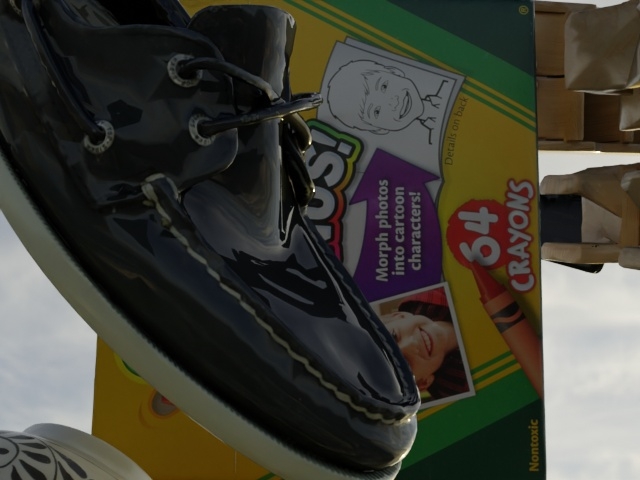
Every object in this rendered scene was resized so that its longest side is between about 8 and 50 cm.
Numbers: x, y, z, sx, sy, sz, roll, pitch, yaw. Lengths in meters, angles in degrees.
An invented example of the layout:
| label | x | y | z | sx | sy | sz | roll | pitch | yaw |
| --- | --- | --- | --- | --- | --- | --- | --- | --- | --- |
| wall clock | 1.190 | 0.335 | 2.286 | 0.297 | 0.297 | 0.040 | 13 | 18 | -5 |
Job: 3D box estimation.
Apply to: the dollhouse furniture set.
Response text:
| label | x | y | z | sx | sy | sz | roll | pitch | yaw |
| --- | --- | --- | --- | --- | --- | --- | --- | --- | --- |
| dollhouse furniture set | 0.323 | -0.162 | 0.983 | 0.257 | 0.362 | 0.394 | -1 | 2 | -17 |

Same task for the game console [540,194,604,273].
| label | x | y | z | sx | sy | sz | roll | pitch | yaw |
| --- | --- | --- | --- | --- | --- | --- | --- | --- | --- |
| game console | 0.270 | -0.022 | 1.060 | 0.071 | 0.107 | 0.122 | 14 | 2 | -28 |

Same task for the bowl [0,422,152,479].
| label | x | y | z | sx | sy | sz | roll | pitch | yaw |
| --- | --- | --- | --- | --- | --- | --- | --- | --- | --- |
| bowl | -0.114 | 0.130 | 0.441 | 0.170 | 0.080 | 0.170 | 17 | -42 | 16 |

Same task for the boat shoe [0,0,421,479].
| label | x | y | z | sx | sy | sz | roll | pitch | yaw |
| --- | --- | --- | --- | --- | --- | --- | --- | --- | --- |
| boat shoe | -0.062 | -0.059 | 0.415 | 0.113 | 0.340 | 0.127 | -46 | -22 | 17 |

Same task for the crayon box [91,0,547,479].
| label | x | y | z | sx | sy | sz | roll | pitch | yaw |
| --- | --- | --- | --- | --- | --- | --- | --- | --- | --- |
| crayon box | 0.000 | 0.000 | 0.802 | 0.313 | 0.362 | 0.106 | 1 | -12 | -2 |
